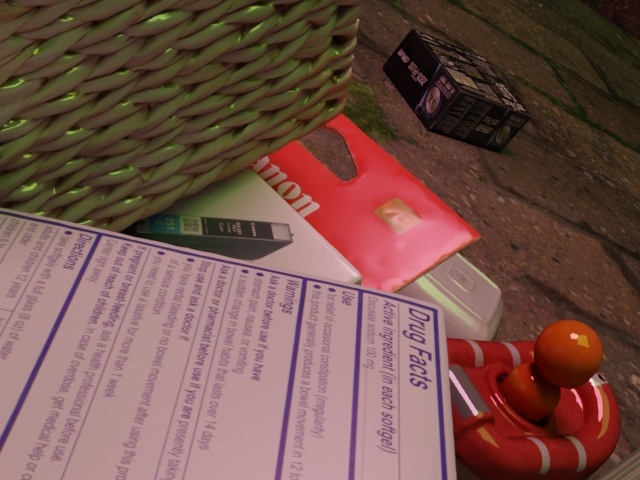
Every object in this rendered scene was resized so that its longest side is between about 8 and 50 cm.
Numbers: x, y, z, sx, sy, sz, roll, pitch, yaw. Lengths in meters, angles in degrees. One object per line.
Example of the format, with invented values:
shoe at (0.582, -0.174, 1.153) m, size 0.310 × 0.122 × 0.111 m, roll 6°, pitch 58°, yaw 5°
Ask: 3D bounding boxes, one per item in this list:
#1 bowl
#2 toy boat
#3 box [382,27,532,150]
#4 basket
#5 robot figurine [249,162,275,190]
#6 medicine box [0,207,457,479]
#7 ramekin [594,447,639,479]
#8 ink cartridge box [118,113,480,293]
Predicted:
bowl at (0.129, 0.056, 1.094) m, size 0.142 × 0.053 × 0.142 m, roll 40°, pitch 28°, yaw 3°
toy boat at (0.191, 0.131, 0.947) m, size 0.231 × 0.151 × 0.151 m, roll 9°, pitch 40°, yaw -46°
box at (0.205, -0.222, 1.591) m, size 0.180 × 0.077 × 0.147 m, roll 9°, pitch 39°, yaw -45°
basket at (-0.176, -0.201, 0.687) m, size 0.331 × 0.266 × 0.328 m, roll -31°, pitch 59°, yaw -27°
robot figurine at (-0.035, 0.018, 0.856) m, size 0.158 × 0.128 × 0.219 m, roll 8°, pitch 41°, yaw -46°
medicine box at (-0.090, 0.129, 0.491) m, size 0.289 × 0.149 × 0.263 m, roll 13°, pitch 30°, yaw -3°
ramekin at (0.335, 0.299, 0.874) m, size 0.303 × 0.148 × 0.303 m, roll 30°, pitch 28°, yaw -18°
ink cartridge box at (-0.070, -0.045, 0.784) m, size 0.261 × 0.066 × 0.296 m, roll -34°, pitch 61°, yaw -23°
